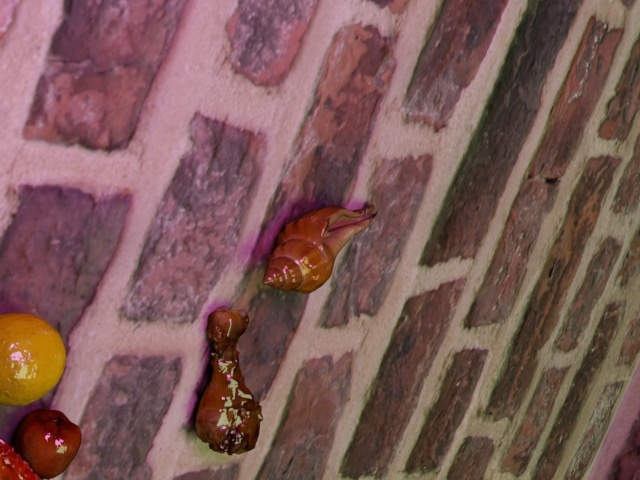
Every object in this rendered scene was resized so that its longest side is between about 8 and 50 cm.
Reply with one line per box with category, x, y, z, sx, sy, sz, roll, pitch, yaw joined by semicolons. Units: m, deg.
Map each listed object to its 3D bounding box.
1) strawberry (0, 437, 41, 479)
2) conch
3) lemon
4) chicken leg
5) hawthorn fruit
strawberry;-0.409;0.322;1.351;0.174;0.098;0.228;-22;115;0
conch;-0.005;0.000;1.663;0.330;0.093;0.109;-42;126;-58
lemon;-0.353;0.137;1.286;0.133;0.109;0.109;-9;120;-58
chicken leg;-0.136;0.208;1.638;0.107;0.087;0.252;-44;139;-58
hawthorn fruit;-0.347;0.263;1.402;0.081;0.081;0.093;9;116;-53
